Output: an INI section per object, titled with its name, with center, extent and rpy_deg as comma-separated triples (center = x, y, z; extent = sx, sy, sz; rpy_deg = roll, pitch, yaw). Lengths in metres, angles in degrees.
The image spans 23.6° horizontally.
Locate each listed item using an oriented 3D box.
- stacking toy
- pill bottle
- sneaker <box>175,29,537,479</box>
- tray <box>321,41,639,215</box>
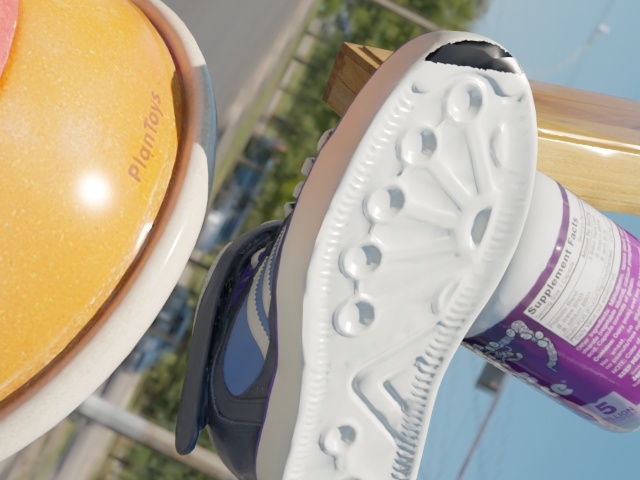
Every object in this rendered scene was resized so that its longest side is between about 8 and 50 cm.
[stacking toy]
center = -0.296, -0.122, 0.723
extent = 0.480, 0.350, 0.351
rpy_deg = 53, 53, -46
[pill bottle]
center = 0.191, 0.037, 1.363
extent = 0.169, 0.301, 0.169
rpy_deg = -44, -153, 29
[sneaker]
center = 0.000, 0.000, 0.921
extent = 0.236, 0.130, 0.323
rpy_deg = -129, -130, -58
[tray]
center = 0.228, -0.109, 1.593
extent = 0.203, 0.410, 0.076
rpy_deg = 46, -58, 50
